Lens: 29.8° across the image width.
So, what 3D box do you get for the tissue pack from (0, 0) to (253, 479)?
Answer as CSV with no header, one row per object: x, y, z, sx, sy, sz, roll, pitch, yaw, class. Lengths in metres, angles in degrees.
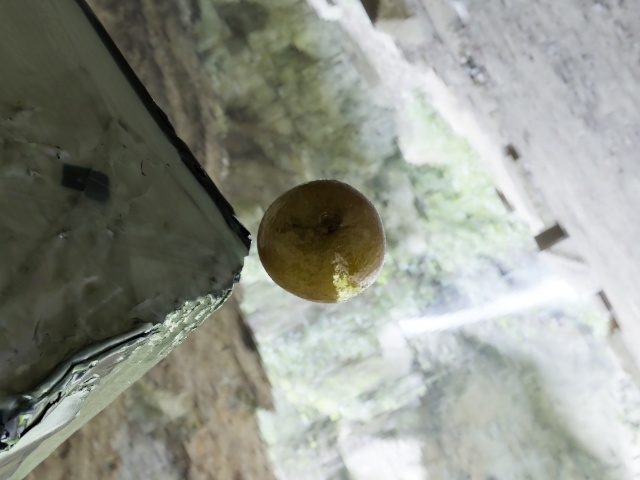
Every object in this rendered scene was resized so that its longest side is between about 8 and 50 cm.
-0.266,0.042,0.705,0.253,0.416,0.264,-28,-98,-46,tissue pack

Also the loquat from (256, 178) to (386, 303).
0.000,0.000,1.276,0.141,0.141,0.141,62,-178,-4,loquat
